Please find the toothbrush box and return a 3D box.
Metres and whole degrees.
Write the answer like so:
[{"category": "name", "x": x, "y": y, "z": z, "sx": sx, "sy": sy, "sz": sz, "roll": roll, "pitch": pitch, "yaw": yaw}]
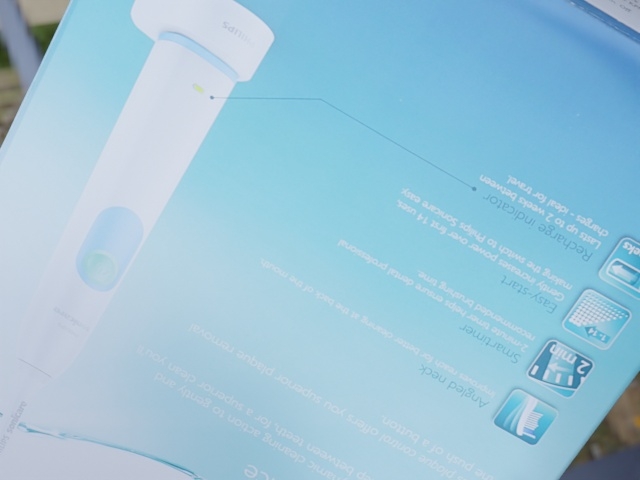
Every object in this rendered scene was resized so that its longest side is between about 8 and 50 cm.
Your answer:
[{"category": "toothbrush box", "x": 0.000, "y": 0.000, "z": 0.682, "sx": 0.216, "sy": 0.126, "sz": 0.295, "roll": 29, "pitch": 119, "yaw": -1}]
